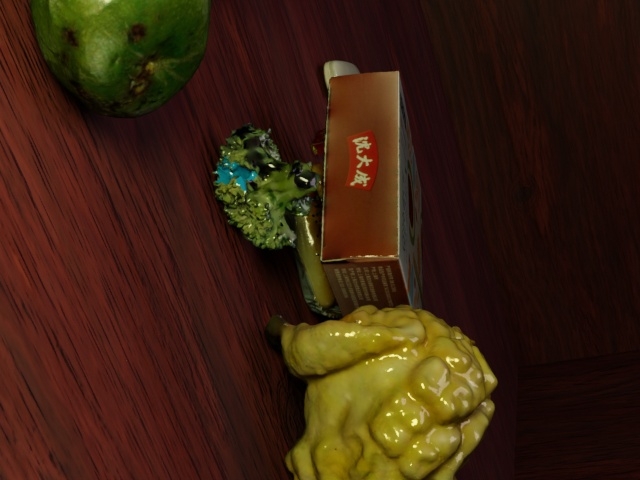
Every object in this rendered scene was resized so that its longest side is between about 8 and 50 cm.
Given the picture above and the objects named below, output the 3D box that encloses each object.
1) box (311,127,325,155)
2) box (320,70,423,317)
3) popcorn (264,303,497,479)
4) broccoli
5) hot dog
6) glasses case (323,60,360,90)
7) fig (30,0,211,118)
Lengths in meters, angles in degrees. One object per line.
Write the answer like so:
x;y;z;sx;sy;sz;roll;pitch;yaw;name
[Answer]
0.016;-0.194;1.781;0.082;0.051;0.023;-70;143;-58;box
0.098;-0.029;1.569;0.385;0.122;0.344;69;21;-59;box
0.073;0.235;1.358;0.382;0.349;0.349;37;24;0;popcorn
-0.070;-0.077;1.302;0.154;0.160;0.167;24;63;-35;broccoli
0.000;0.000;1.577;0.162;0.082;0.270;-25;104;-70;hot dog
0.051;-0.338;1.968;0.204;0.051;0.081;-14;93;-72;glasses case
-0.236;-0.265;0.979;0.235;0.203;0.203;42;8;19;fig
